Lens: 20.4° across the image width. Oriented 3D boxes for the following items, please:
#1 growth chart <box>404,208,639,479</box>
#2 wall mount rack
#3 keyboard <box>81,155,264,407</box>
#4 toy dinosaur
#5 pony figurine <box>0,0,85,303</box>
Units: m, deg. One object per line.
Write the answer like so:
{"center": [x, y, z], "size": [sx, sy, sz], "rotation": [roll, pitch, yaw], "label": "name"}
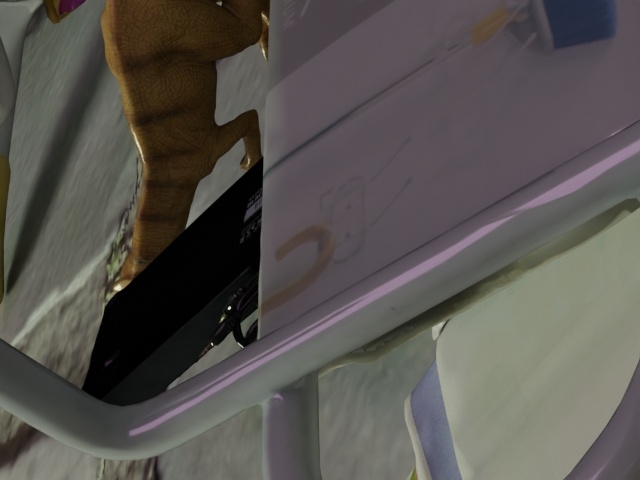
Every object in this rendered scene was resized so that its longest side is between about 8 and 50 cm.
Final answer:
{"center": [0.059, 0.059, 0.391], "size": [0.172, 0.021, 0.237], "rotation": [-50, 34, 39], "label": "growth chart"}
{"center": [0.035, -0.108, 0.392], "size": [0.304, 0.130, 0.350], "rotation": [-32, 37, 28], "label": "wall mount rack"}
{"center": [0.000, 0.000, 0.515], "size": [0.192, 0.038, 0.100], "rotation": [-42, 21, 29], "label": "keyboard"}
{"center": [-0.050, -0.075, 0.576], "size": [0.064, 0.112, 0.211], "rotation": [10, 120, 46], "label": "toy dinosaur"}
{"center": [-0.165, -0.194, 0.771], "size": [0.351, 0.303, 0.363], "rotation": [54, 125, 20], "label": "pony figurine"}
